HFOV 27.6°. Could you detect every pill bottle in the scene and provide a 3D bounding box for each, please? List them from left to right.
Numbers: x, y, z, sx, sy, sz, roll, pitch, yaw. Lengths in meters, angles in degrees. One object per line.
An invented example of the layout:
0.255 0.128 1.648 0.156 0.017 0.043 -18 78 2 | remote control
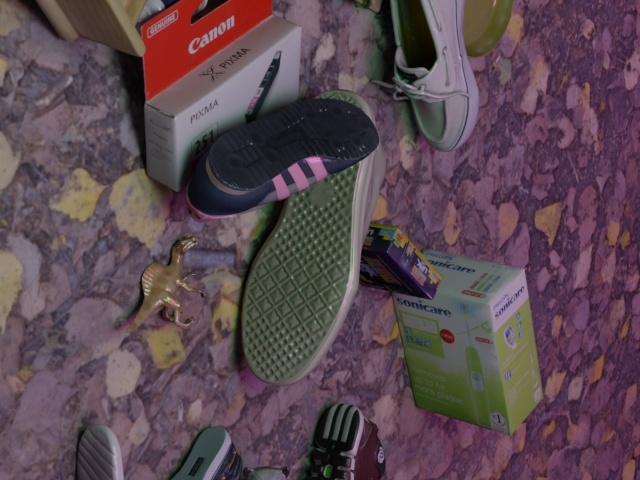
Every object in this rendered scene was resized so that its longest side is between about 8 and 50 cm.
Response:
-0.204 -0.298 1.657 0.120 0.067 0.067 -42 130 -38 | pill bottle

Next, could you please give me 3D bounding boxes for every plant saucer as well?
0.262 -0.436 2.248 0.241 0.037 0.240 -17 112 -49 | plant saucer

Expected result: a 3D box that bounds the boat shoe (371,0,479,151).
0.158 -0.278 2.061 0.156 0.136 0.367 -38 138 -34 | boat shoe

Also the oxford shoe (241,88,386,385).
0.000 0.000 1.942 0.130 0.169 0.449 27 76 -72 | oxford shoe

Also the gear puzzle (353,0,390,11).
0.054 -0.447 1.979 0.339 0.044 0.175 15 86 -56 | gear puzzle

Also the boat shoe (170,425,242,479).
-0.174 0.364 1.880 0.183 0.065 0.083 -55 138 -28 | boat shoe

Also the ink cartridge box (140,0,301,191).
-0.125 -0.232 1.730 0.275 0.060 0.239 -42 150 -38 | ink cartridge box

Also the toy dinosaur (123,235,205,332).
-0.215 0.079 1.776 0.092 0.053 0.183 50 52 -29 | toy dinosaur

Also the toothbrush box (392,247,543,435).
0.257 0.175 2.270 0.122 0.206 0.283 -39 129 -39 | toothbrush box

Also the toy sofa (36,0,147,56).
-0.234 -0.418 1.548 0.150 0.177 0.362 68 43 -70 | toy sofa

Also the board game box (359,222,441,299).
0.094 0.029 2.072 0.170 0.141 0.048 44 64 -47 | board game box

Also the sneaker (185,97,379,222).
-0.058 -0.109 1.789 0.319 0.131 0.112 -19 72 -42 | sneaker

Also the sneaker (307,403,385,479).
0.044 0.420 2.149 0.162 0.106 0.281 32 74 -54 | sneaker

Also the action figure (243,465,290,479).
-0.105 0.492 1.913 0.341 0.179 0.330 9 90 -73 | action figure

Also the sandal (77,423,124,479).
-0.268 0.371 1.730 0.076 0.102 0.265 -7 103 -49 | sandal
